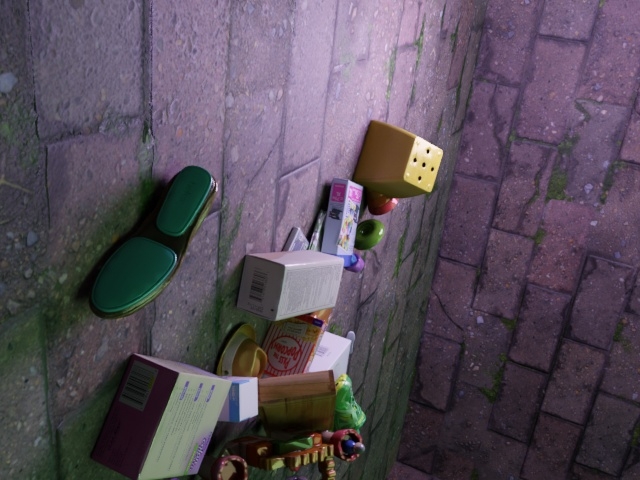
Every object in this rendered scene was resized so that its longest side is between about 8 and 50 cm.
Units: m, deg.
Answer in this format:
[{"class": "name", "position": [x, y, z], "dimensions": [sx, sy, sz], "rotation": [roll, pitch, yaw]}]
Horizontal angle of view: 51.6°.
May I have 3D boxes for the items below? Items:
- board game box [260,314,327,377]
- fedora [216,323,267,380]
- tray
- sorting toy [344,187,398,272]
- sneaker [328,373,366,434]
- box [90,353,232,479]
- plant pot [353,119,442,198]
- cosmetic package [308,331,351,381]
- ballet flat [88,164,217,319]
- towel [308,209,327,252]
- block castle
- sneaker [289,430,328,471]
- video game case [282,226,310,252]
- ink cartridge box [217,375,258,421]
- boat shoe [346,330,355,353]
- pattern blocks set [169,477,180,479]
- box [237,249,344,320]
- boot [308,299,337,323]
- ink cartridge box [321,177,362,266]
[{"class": "board game box", "position": [-0.084, 0.295, 1.843], "dimensions": [0.194, 0.146, 0.045], "rotation": [-68, 159, -16]}, {"class": "fedora", "position": [-0.189, 0.311, 1.688], "dimensions": [0.194, 0.079, 0.195], "rotation": [-49, 148, -47]}, {"class": "tray", "position": [-0.064, 0.462, 1.827], "dimensions": [0.411, 0.202, 0.076], "rotation": [91, -9, -63]}, {"class": "sorting toy", "position": [0.143, -0.071, 2.232], "dimensions": [0.126, 0.127, 0.366], "rotation": [50, 54, -38]}, {"class": "sneaker", "position": [0.088, 0.529, 2.101], "dimensions": [0.109, 0.123, 0.296], "rotation": [-54, 152, -39]}, {"class": "box", "position": [-0.316, 0.361, 1.358], "dimensions": [0.214, 0.117, 0.243], "rotation": [-70, 158, -9]}, {"class": "plant pot", "position": [0.267, -0.252, 2.145], "dimensions": [0.212, 0.187, 0.212], "rotation": [19, 88, -42]}, {"class": "cosmetic package", "position": [-0.017, 0.445, 2.136], "dimensions": [0.224, 0.138, 0.225], "rotation": [-40, 141, -56]}, {"class": "ballet flat", "position": [-0.293, 0.016, 1.203], "dimensions": [0.124, 0.116, 0.343], "rotation": [109, 5, -60]}, {"class": "towel", "position": [0.000, 0.000, 1.965], "dimensions": [0.113, 0.023, 0.152], "rotation": [71, 29, -56]}, {"class": "block castle", "position": [-0.081, 0.660, 1.708], "dimensions": [0.452, 0.212, 0.303], "rotation": [0, 82, -37]}, {"class": "sneaker", "position": [-0.021, 0.726, 2.350], "dimensions": [0.221, 0.128, 0.087], "rotation": [-66, 157, -22]}, {"class": "video game case", "position": [-0.081, 0.080, 1.862], "dimensions": [0.191, 0.022, 0.173], "rotation": [-66, 158, -18]}, {"class": "ink cartridge box", "position": [-0.231, 0.371, 1.562], "dimensions": [0.092, 0.143, 0.090], "rotation": [7, 82, -69]}, {"class": "boat shoe", "position": [0.115, 0.392, 2.578], "dimensions": [0.035, 0.035, 0.100], "rotation": [-92, -177, -64]}, {"class": "pattern blocks set", "position": [-0.387, 0.716, 1.571], "dimensions": [0.285, 0.026, 0.325], "rotation": [-24, 127, -63]}, {"class": "box", "position": [-0.069, 0.109, 1.724], "dimensions": [0.311, 0.121, 0.148], "rotation": [0, 103, -61]}, {"class": "boot", "position": [-0.013, 0.231, 2.084], "dimensions": [0.152, 0.072, 0.197], "rotation": [-46, 144, -43]}, {"class": "ink cartridge box", "position": [0.061, -0.025, 2.024], "dimensions": [0.185, 0.065, 0.312], "rotation": [6, 96, -73]}]
